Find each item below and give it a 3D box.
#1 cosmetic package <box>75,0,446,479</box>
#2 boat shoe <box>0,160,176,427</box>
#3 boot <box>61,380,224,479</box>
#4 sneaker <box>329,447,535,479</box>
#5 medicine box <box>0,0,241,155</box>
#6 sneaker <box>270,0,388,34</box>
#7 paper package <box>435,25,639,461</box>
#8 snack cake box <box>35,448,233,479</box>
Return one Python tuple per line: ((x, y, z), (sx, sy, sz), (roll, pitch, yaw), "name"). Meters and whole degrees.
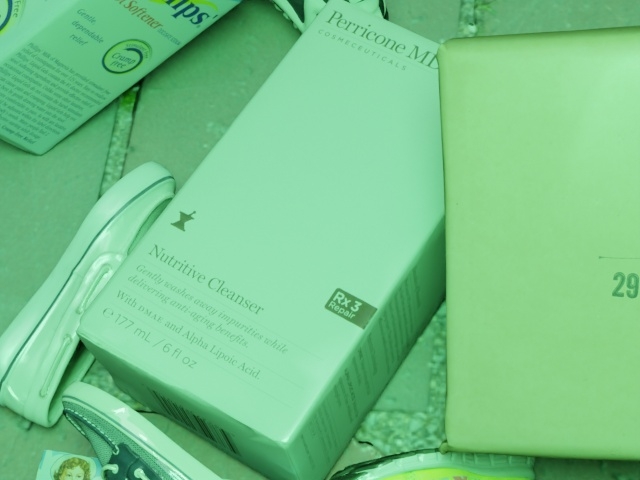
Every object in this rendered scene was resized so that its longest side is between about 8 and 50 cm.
((0.000, 0.000, 1.115), (0.217, 0.156, 0.385), (26, 69, 19), "cosmetic package")
((-0.195, 0.050, 1.154), (0.084, 0.095, 0.258), (31, 80, 15), "boat shoe")
((-0.143, 0.189, 0.979), (0.190, 0.069, 0.086), (33, 66, 18), "boot")
((0.095, 0.210, 1.000), (0.208, 0.081, 0.094), (5, 73, -34), "sneaker")
((-0.251, -0.280, 1.237), (0.289, 0.149, 0.263), (-35, 62, 14), "medicine box")
((-0.013, -0.238, 1.280), (0.094, 0.153, 0.235), (-41, 28, -29), "sneaker")
((0.256, 0.000, 0.937), (0.324, 0.168, 0.310), (0, 95, 19), "paper package")
((-0.107, 0.268, 1.025), (0.264, 0.089, 0.152), (7, 65, 9), "snack cake box")
